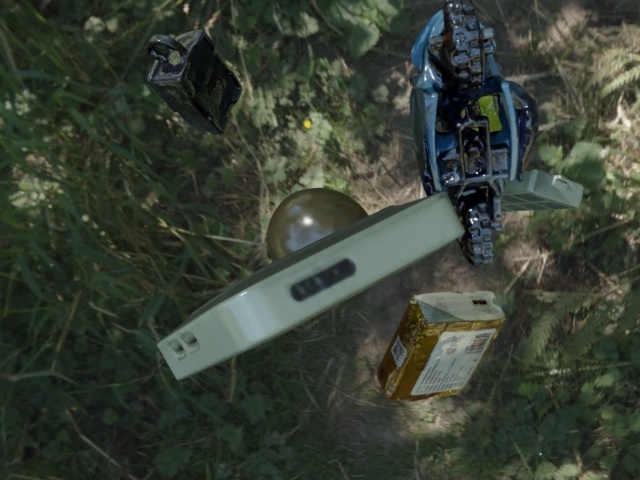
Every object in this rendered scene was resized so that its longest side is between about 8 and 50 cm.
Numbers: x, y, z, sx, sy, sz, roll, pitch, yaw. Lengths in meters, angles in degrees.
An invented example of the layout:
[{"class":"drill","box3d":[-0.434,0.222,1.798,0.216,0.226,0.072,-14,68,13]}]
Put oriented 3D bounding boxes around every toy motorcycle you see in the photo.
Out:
[{"class":"toy motorcycle","box3d":[0.222,-0.173,1.102,0.172,0.416,0.232,-10,31,7]}]

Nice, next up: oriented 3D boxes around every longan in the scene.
[{"class":"longan","box3d":[0.000,0.000,1.715,0.258,0.258,0.258,-5,73,15]}]

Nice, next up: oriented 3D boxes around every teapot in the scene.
[{"class":"teapot","box3d":[-0.184,-0.215,0.996,0.096,0.177,0.087,8,65,27]}]

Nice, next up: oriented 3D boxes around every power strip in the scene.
[{"class":"power strip","box3d":[0.315,-0.083,1.318,0.106,0.367,0.043,16,85,-20]}]

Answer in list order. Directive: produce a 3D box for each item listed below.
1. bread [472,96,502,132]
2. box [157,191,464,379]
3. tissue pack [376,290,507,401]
[{"class":"bread","box3d":[0.414,-0.269,1.783,0.236,0.070,0.236,-12,74,49]},{"class":"box","box3d":[-0.026,0.066,1.032,0.367,0.373,0.090,-25,87,-31]},{"class":"tissue pack","box3d":[0.222,0.201,1.369,0.183,0.226,0.092,1,43,-22]}]
